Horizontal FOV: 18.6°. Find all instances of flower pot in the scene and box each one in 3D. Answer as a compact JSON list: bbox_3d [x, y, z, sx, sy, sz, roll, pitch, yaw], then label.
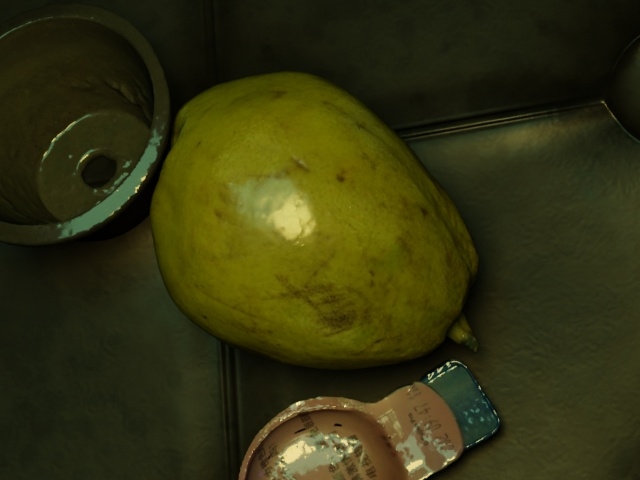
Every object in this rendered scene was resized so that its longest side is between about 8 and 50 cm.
[{"bbox_3d":[-0.262,-0.100,2.075,0.269,0.166,0.269,-4,72,13],"label":"flower pot"}]

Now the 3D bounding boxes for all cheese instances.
[{"bbox_3d":[0.038,0.221,1.920,0.286,0.074,0.189,-33,66,-2],"label":"cheese"}]

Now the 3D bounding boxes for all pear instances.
[{"bbox_3d":[0.000,0.000,1.912,0.375,0.287,0.287,33,81,0],"label":"pear"}]
